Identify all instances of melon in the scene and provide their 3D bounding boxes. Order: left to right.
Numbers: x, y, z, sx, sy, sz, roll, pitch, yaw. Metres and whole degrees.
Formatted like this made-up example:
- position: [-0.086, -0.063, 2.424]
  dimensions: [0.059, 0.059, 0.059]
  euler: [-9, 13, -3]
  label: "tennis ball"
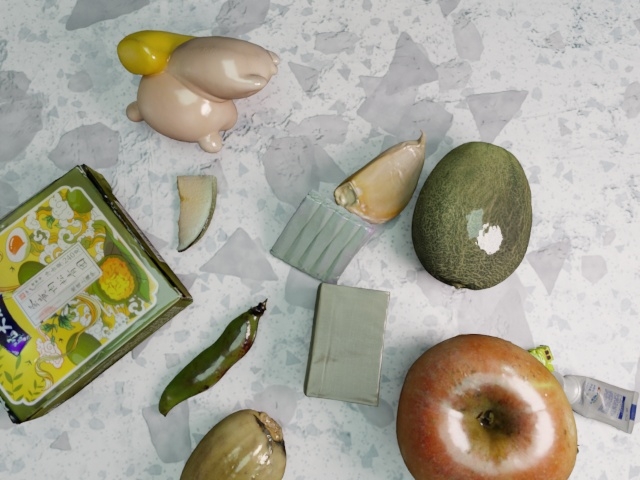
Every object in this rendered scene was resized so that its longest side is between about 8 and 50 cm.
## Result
- position: [-0.287, -0.064, 1.151]
  dimensions: [0.098, 0.054, 0.182]
  euler: [-3, 80, 4]
  label: "melon"
- position: [0.326, -0.054, 1.074]
  dimensions: [0.249, 0.248, 0.329]
  euler: [15, 75, 0]
  label: "melon"

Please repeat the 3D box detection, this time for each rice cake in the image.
- position: [0.000, 0.000, 1.101]
  dimensions: [0.189, 0.037, 0.198]
  euler: [29, 126, 3]
  label: "rice cake"

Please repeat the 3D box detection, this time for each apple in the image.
- position: [0.318, 0.352, 0.987]
  dimensions: [0.339, 0.305, 0.338]
  euler: [-3, 76, 11]
  label: "apple"

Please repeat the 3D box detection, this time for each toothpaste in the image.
- position: [0.601, 0.348, 1.092]
  dimensions: [0.266, 0.061, 0.096]
  euler: [22, 79, -20]
  label: "toothpaste"

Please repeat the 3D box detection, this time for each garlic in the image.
- position: [0.139, -0.134, 1.122]
  dimensions: [0.245, 0.164, 0.145]
  euler: [-40, 67, -13]
  label: "garlic"

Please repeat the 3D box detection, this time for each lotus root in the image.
- position: [-0.196, 0.494, 1.012]
  dimensions: [0.183, 0.183, 0.310]
  euler: [38, 87, 4]
  label: "lotus root"

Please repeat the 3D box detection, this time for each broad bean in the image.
- position: [-0.226, 0.259, 1.095]
  dimensions: [0.077, 0.061, 0.339]
  euler: [43, 81, 12]
  label: "broad bean"

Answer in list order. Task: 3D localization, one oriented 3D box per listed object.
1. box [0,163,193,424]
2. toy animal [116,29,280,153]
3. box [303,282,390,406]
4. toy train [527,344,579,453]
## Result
- position: [-0.551, 0.107, 1.069]
  dimensions: [0.420, 0.138, 0.373]
  euler: [-39, 85, -7]
  label: "box"
- position: [-0.256, -0.330, 1.125]
  dimensions: [0.345, 0.277, 0.246]
  euler: [9, 109, 10]
  label: "toy animal"
- position: [0.052, 0.218, 1.067]
  dimensions: [0.155, 0.149, 0.231]
  euler: [7, 80, -1]
  label: "box"
- position: [0.511, 0.364, 1.109]
  dimensions: [0.085, 0.053, 0.249]
  euler: [-14, 82, -10]
  label: "toy train"
